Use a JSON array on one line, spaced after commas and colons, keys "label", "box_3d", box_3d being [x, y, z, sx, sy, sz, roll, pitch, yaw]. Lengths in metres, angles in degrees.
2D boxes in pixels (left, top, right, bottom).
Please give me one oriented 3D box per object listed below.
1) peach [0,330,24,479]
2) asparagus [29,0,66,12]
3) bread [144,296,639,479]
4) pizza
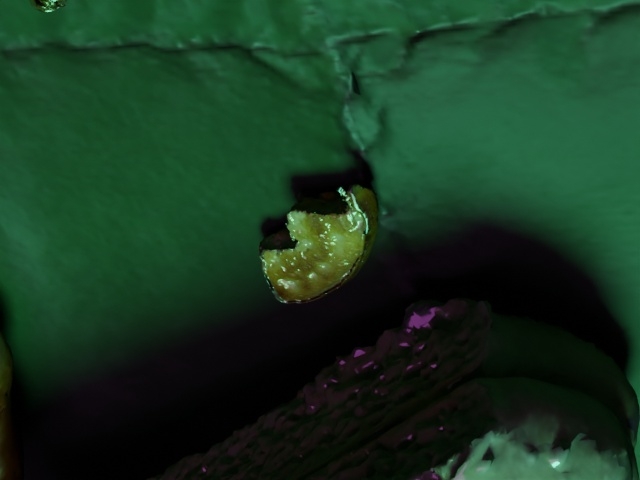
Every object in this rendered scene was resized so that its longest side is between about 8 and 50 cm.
[{"label": "peach", "box_3d": [-0.263, 0.112, 0.769, 0.267, 0.154, 0.159, 7, 142, 10]}, {"label": "asparagus", "box_3d": [-0.140, -0.103, 0.580, 0.127, 0.018, 0.015, 21, 176, -7]}, {"label": "bread", "box_3d": [0.004, 0.151, 0.746, 0.337, 0.102, 0.183, -34, 134, 29]}, {"label": "pizza", "box_3d": [0.000, 0.000, 0.659, 0.037, 0.016, 0.083, 22, 144, -10]}]
